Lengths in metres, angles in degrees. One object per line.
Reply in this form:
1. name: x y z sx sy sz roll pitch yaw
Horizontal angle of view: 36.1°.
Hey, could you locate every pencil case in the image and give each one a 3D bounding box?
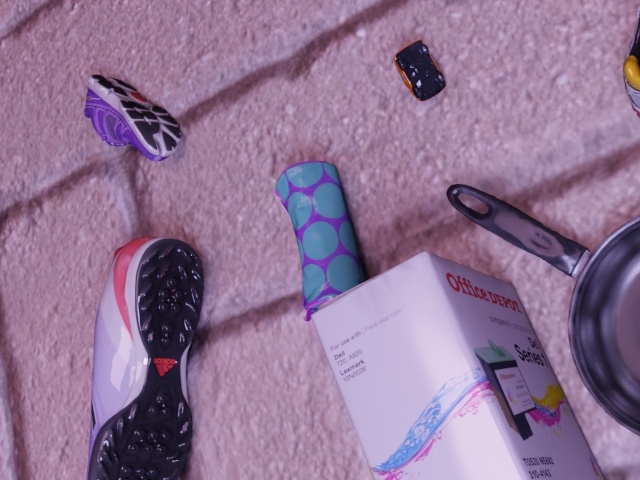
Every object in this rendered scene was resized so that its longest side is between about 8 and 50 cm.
1. pencil case: 0.000 0.000 0.986 0.070 0.064 0.152 -18 71 11

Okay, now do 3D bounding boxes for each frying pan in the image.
1. frying pan: 0.247 0.062 0.830 0.326 0.053 0.197 7 84 34

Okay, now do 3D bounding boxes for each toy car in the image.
1. toy car: 0.119 -0.197 0.980 0.122 0.060 0.040 -51 14 -5

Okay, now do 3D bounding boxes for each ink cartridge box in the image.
1. ink cartridge box: 0.130 0.164 0.792 0.117 0.201 0.278 -32 65 22

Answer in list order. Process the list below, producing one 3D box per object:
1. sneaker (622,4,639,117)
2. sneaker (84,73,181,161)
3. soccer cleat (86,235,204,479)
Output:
1. sneaker: 0.321 -0.207 0.811 0.088 0.092 0.225 25 93 33
2. sneaker: -0.226 -0.134 1.164 0.170 0.068 0.071 41 118 39
3. soccer cleat: -0.204 0.153 1.073 0.116 0.108 0.318 2 83 53
